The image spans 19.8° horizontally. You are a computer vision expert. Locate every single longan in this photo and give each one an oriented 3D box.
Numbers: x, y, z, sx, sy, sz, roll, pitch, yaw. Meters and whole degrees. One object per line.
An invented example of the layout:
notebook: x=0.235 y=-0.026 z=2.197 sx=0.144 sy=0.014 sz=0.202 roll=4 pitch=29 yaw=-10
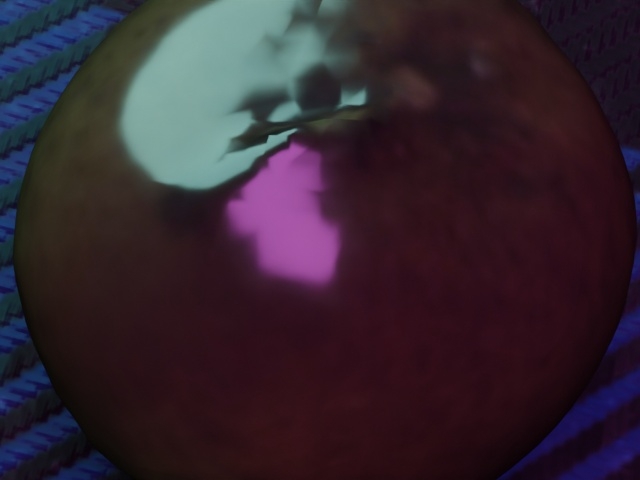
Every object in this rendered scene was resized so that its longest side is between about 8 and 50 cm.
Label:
longan: x=0.000 y=0.000 z=0.922 sx=0.319 sy=0.319 sz=0.319 roll=3 pitch=71 yaw=-8
